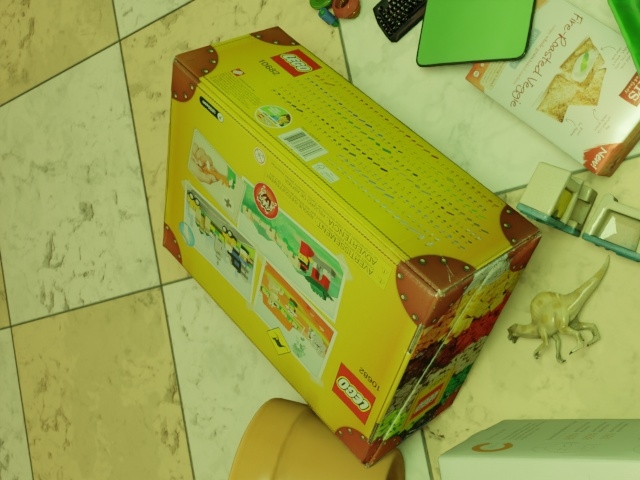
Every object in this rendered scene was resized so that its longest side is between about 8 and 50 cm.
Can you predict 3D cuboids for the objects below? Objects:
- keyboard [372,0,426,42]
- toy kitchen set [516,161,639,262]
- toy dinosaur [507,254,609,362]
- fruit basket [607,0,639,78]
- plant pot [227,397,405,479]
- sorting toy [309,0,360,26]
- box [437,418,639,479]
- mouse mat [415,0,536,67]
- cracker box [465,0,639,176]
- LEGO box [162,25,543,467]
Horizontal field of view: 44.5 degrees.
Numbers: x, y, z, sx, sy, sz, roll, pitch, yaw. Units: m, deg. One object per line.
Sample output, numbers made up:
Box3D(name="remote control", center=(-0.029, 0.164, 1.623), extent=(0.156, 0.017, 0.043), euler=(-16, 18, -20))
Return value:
Box3D(name="keyboard", center=(0.147, -0.393, 1.162), extent=(0.192, 0.038, 0.100), euler=(-39, 69, 28))
Box3D(name="toy kitchen set", center=(0.353, 0.006, 0.940), extent=(0.207, 0.166, 0.122), euler=(25, 97, 32))
Box3D(name="toy dinosaur", center=(0.324, 0.103, 1.039), extent=(0.183, 0.053, 0.092), euler=(-42, 67, 28))
Box3D(name="fruit basket", center=(0.407, -0.315, 0.727), extent=(0.392, 0.392, 0.282), euler=(-32, 37, 31))
Box3D(name="plant pot", center=(0.004, 0.390, 1.146), extent=(0.204, 0.291, 0.290), euler=(5, 94, 19))
Box3D(name="sorting toy", center=(0.026, -0.373, 1.249), extent=(0.102, 0.042, 0.061), euler=(35, 95, 41))
Box3D(name="box", center=(0.349, 0.314, 0.927), extent=(0.345, 0.215, 0.168), euler=(-9, 86, 35))
Box3D(name="mouse mat", center=(0.214, -0.316, 1.073), extent=(0.190, 0.007, 0.152), euler=(9, 89, 46))
Box3D(name="cracker box", center=(0.327, -0.212, 1.022), extent=(0.232, 0.067, 0.155), euler=(43, 114, 26))
Box3D(name="LEGO box", center=(0.000, 0.000, 1.092), extent=(0.500, 0.193, 0.372), euler=(43, 141, 26))
